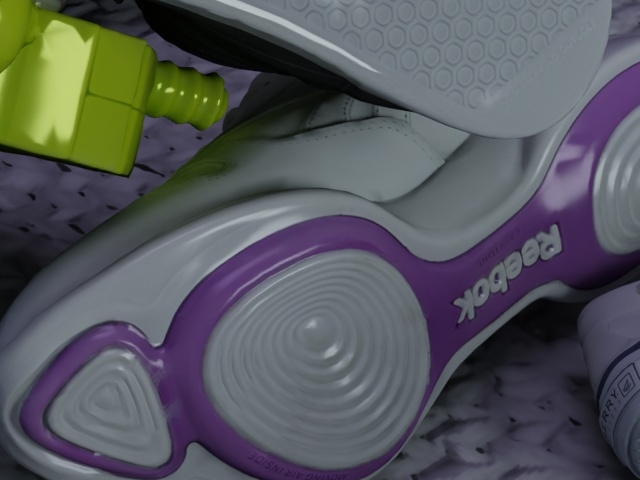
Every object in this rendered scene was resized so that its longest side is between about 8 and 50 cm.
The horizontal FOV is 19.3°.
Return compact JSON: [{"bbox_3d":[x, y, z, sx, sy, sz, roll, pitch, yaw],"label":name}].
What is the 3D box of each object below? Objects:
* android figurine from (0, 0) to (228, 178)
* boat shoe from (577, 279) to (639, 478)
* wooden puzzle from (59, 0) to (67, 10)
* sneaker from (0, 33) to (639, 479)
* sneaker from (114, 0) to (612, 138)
[{"bbox_3d":[-0.164,-0.070,0.589,0.273,0.056,0.248,12,0,-26],"label":"android figurine"},{"bbox_3d":[0.199,0.022,0.644,0.226,0.083,0.076,-7,40,-10],"label":"boat shoe"},{"bbox_3d":[-0.241,-0.108,0.777,0.221,0.044,0.239,25,34,3],"label":"wooden puzzle"},{"bbox_3d":[0.000,0.000,0.667,0.305,0.114,0.152,-25,31,-36],"label":"sneaker"},{"bbox_3d":[-0.060,-0.119,0.565,0.295,0.104,0.147,28,-6,-33],"label":"sneaker"}]
